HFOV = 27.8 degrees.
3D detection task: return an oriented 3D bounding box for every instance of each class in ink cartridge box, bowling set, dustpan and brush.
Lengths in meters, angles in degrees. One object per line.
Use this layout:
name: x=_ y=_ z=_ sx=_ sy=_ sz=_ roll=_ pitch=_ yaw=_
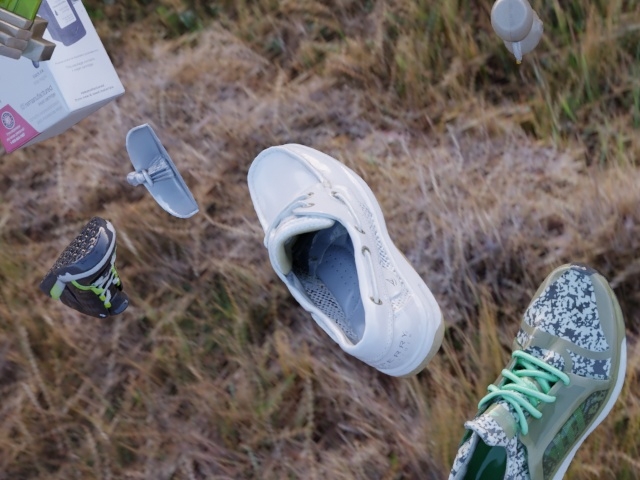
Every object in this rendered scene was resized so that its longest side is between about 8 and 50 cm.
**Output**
ink cartridge box: x=-0.378 y=-0.256 z=1.657 sx=0.172 sy=0.100 sz=0.237 roll=-22 pitch=95 yaw=46
bowling set: x=0.242 y=-0.318 z=1.219 sx=0.200 sy=0.154 sz=0.287 roll=-5 pitch=89 yaw=14
dustpan and brush: x=-0.250 y=-0.097 z=1.892 sx=0.060 sy=0.211 sz=0.147 roll=-32 pitch=101 yaw=-8

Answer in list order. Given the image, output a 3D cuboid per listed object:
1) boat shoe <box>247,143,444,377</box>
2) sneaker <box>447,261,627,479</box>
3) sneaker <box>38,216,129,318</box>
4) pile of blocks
boat shoe: x=0.000 y=0.000 z=1.096 sx=0.098 sy=0.096 sz=0.277 roll=-55 pitch=47 yaw=18
sneaker: x=0.257 y=0.220 z=1.623 sx=0.158 sy=0.182 sz=0.410 roll=21 pitch=92 yaw=31
sneaker: x=-0.256 y=0.040 z=1.504 sx=0.097 sy=0.235 sz=0.084 roll=37 pitch=71 yaw=-11
pile of blocks: x=-0.366 y=-0.267 z=1.294 sx=0.149 sy=0.362 sz=0.112 roll=27 pitch=98 yaw=19
